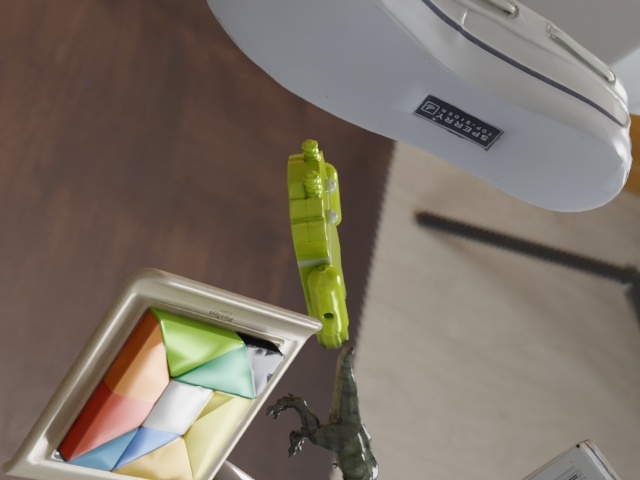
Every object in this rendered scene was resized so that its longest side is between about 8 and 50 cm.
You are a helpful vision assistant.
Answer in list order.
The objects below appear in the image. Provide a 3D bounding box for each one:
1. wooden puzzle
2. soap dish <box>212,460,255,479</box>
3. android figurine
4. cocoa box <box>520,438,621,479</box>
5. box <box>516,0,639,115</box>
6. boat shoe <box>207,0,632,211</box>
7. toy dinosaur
[{"bbox_3d":[-0.132,0.141,1.433,0.221,0.238,0.044,20,24,-45],"label":"wooden puzzle"},{"bbox_3d":[-0.040,0.403,1.901,0.118,0.291,0.229,-46,137,-1],"label":"soap dish"},{"bbox_3d":[0.000,0.000,2.075,0.248,0.056,0.273,-91,174,-51],"label":"android figurine"},{"bbox_3d":[0.380,0.480,2.275,0.347,0.231,0.228,55,9,12],"label":"cocoa box"},{"bbox_3d":[0.341,-0.271,1.778,0.345,0.168,0.215,1,58,-59],"label":"box"},{"bbox_3d":[0.061,-0.113,0.899,0.267,0.096,0.088,25,50,-13],"label":"boat shoe"},{"bbox_3d":[0.009,0.215,1.832,0.064,0.118,0.268,-51,139,-47],"label":"toy dinosaur"}]
